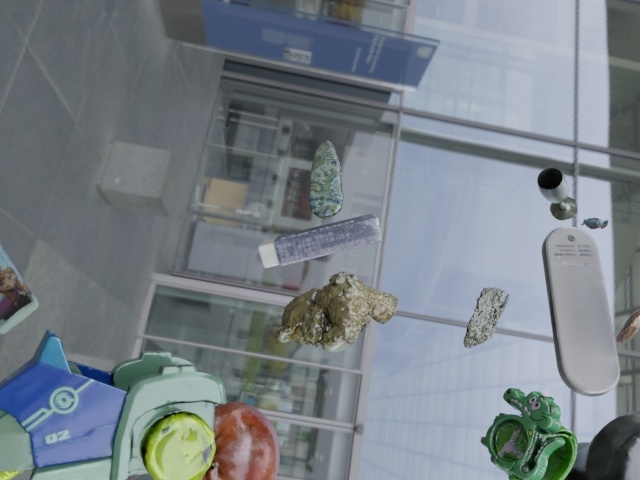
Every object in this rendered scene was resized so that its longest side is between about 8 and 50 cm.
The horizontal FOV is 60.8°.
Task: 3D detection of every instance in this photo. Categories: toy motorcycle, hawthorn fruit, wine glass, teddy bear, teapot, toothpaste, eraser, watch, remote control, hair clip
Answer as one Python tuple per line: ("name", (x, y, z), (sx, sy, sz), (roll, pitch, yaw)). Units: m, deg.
("toy motorcycle", (-0.310, 0.225, 0.750), (0.191, 0.327, 0.199), (-5, -101, 61))
("hawthorn fruit", (-0.225, 0.521, 1.285), (0.284, 0.285, 0.284), (-170, -90, -87))
("wine glass", (0.522, -0.103, 1.204), (0.198, 0.066, 0.066), (28, 67, -54))
("teddy bear", (0.017, 0.176, 1.278), (0.256, 0.156, 0.267), (-31, 174, 38))
("teapot", (0.606, 0.517, 1.126), (0.361, 0.377, 0.305), (98, 11, -63))
("toothpaste", (-0.390, 0.024, 0.639), (0.062, 0.037, 0.216), (-45, 148, -39))
("eraser", (0.000, 0.000, 0.974), (0.092, 0.213, 0.046), (-89, 166, -82))
("watch", (0.384, 0.356, 0.951), (0.165, 0.152, 0.131), (-60, -153, 0))
("remote control", (0.358, 0.090, 0.754), (0.022, 0.078, 0.244), (84, 9, -62))
("hair clip", (0.010, -0.129, 1.039), (0.229, 0.066, 0.036), (-90, 167, -45))

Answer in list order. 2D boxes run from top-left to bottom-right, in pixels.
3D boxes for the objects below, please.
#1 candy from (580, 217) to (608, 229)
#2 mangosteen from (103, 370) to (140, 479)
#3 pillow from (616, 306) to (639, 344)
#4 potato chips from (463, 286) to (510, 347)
("candy", (0.680, -0.040, 1.355), (0.030, 0.020, 0.083), (-55, -165, -7))
("mangosteen", (-0.448, 0.397, 1.079), (0.261, 0.235, 0.235), (-48, 180, -7))
("pillow", (0.661, 0.119, 1.079), (0.211, 0.034, 0.135), (-43, 150, -10))
("potato chips", (0.410, 0.185, 1.352), (0.026, 0.209, 0.142), (8, -72, 48))
